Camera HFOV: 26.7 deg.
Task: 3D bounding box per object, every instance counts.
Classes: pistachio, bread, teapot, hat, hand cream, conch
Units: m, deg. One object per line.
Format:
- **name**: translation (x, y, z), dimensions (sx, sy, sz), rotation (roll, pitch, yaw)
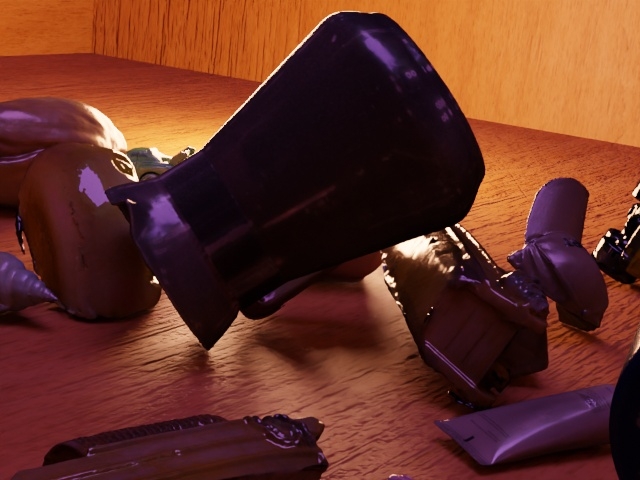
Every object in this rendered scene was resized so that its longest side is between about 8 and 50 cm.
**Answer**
- **pistachio**: translation (-0.412, -0.126, 1.959), dimensions (0.293, 0.162, 0.181), rotation (-9, 2, -37)
- **bread**: translation (-0.248, -0.019, 1.539), dimensions (0.158, 0.156, 0.261), rotation (-4, 59, -30)
- **teapot**: translation (-0.022, -0.050, 1.415), dimensions (0.344, 0.300, 0.253), rotation (-32, 57, -3)
- **hat**: translation (0.299, 0.009, 1.586), dimensions (0.085, 0.175, 0.147), rotation (-1, -27, 41)
- **hand cream**: translation (0.203, 0.167, 1.211), dimensions (0.186, 0.054, 0.087), rotation (-7, 22, -23)
- **conch**: translation (-0.351, 0.056, 1.439), dimensions (0.180, 0.088, 0.065), rotation (6, -32, 31)

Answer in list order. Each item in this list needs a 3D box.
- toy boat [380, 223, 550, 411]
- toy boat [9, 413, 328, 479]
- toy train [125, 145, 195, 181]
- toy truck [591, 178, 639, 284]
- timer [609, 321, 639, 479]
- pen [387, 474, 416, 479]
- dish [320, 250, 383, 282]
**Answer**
- **toy boat**: translation (0.166, 0.057, 1.472), dimensions (0.162, 0.136, 0.445), rotation (30, 10, -11)
- **toy boat**: translation (-0.116, 0.175, 0.934), dimensions (0.310, 0.089, 0.115), rotation (-5, 26, -41)
- **toy train**: translation (-0.278, -0.113, 2.128), dimensions (0.149, 0.081, 0.099), rotation (8, 14, 6)
- **toy truck**: translation (0.490, 0.001, 1.891), dimensions (0.165, 0.147, 0.224), rotation (33, 16, 9)
- **timer**: translation (0.274, 0.177, 0.858), dimensions (0.270, 0.270, 0.383), rotation (13, 30, 29)
- **pen**: translation (0.121, 0.214, 1.002), dimensions (0.053, 0.032, 0.197), rotation (-8, 20, -44)
- **dish**: translation (0.000, 0.000, 1.747), dimensions (0.213, 0.091, 0.213), rotation (6, 16, -2)
